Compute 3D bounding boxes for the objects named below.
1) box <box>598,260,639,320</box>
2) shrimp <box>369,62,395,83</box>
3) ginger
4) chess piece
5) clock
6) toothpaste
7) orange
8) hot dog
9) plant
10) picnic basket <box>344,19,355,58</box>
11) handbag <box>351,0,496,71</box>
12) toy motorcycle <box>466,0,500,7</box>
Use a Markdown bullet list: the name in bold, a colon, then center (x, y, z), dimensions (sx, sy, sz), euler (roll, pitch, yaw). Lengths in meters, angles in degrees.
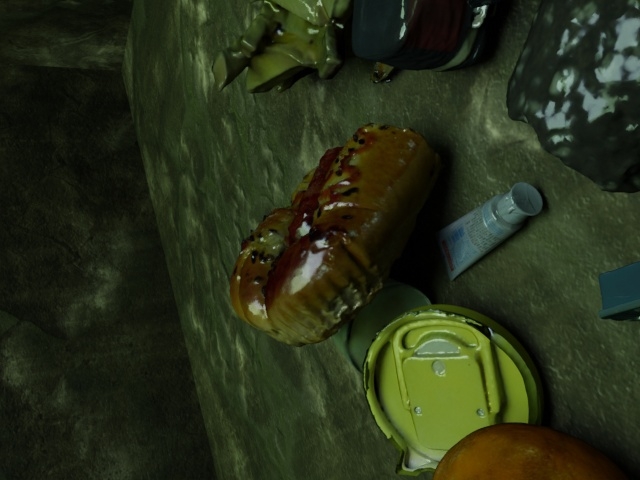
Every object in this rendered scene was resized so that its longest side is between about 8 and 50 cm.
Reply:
- **box**: center (0.372, 0.055, 0.650), dimensions (0.099, 0.074, 0.054), euler (-38, 52, 55)
- **shrimp**: center (0.139, -0.349, 1.014), dimensions (0.190, 0.042, 0.101), euler (127, 150, -50)
- **ginger**: center (-0.068, -0.467, 1.087), dimensions (0.358, 0.211, 0.413), euler (-121, 44, -62)
- **chess piece**: center (0.056, 0.126, 1.111), dimensions (0.330, 0.183, 0.182), euler (-154, 63, -62)
- **clock**: center (0.204, 0.237, 0.890), dimensions (0.277, 0.071, 0.293), euler (-1, 103, 30)
- **toothpaste**: center (0.244, -0.014, 0.878), dimensions (0.234, 0.057, 0.089), euler (132, 128, -60)
- **orange**: center (0.266, 0.373, 0.709), dimensions (0.284, 0.226, 0.283), euler (15, 113, 40)
- **hot dog**: center (0.000, 0.000, 0.971), dimensions (0.367, 0.196, 0.365), euler (-22, 35, 58)
- **plant**: center (0.336, -0.213, 0.523), dimensions (0.215, 0.213, 0.312), euler (66, 145, 33)
- **picnic basket**: center (0.048, -0.396, 1.132), dimensions (0.083, 0.072, 0.072), euler (167, 96, -68)
- **handbag**: center (0.160, -0.376, 0.823), dimensions (0.181, 0.182, 0.254), euler (17, 107, 59)
- **toy motorcycle**: center (0.266, -0.334, 0.665), dimensions (0.150, 0.221, 0.102), euler (-15, -83, -76)
